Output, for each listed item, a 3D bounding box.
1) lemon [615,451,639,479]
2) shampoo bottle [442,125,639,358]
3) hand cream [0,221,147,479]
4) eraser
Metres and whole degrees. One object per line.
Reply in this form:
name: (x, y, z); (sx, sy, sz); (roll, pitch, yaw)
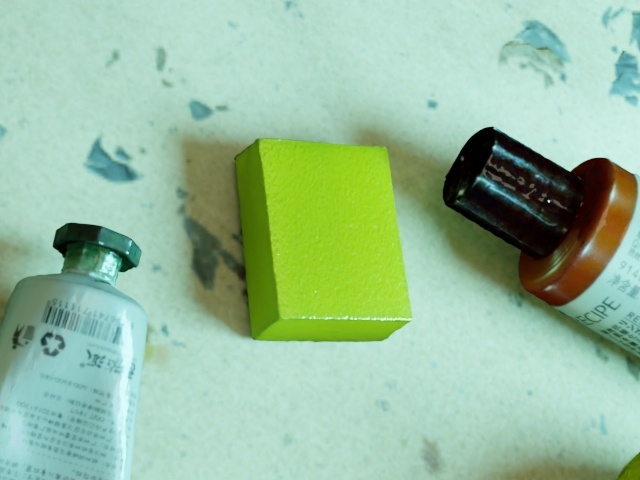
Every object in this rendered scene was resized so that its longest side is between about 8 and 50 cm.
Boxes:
lemon: (0.270, 0.198, 1.251); (0.203, 0.178, 0.178); (9, 68, -25)
shampoo bottle: (0.207, 0.015, 1.326); (0.278, 0.104, 0.104); (30, 61, -15)
hand cream: (-0.167, 0.153, 1.115); (0.121, 0.076, 0.336); (18, 71, -15)
eraser: (0.000, 0.000, 1.259); (0.097, 0.045, 0.122); (1, 71, -28)
